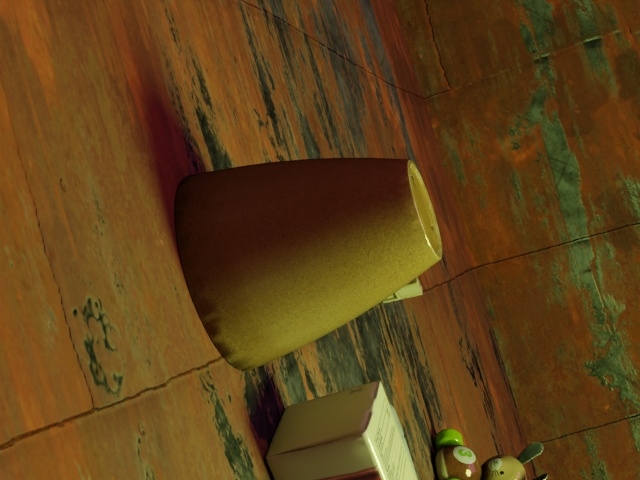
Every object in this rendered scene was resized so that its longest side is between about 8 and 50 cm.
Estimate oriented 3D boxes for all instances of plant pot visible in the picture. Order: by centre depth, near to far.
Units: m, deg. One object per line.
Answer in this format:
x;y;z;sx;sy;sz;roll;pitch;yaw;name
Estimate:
0.000;0.000;1.485;0.237;0.254;0.237;-18;90;-77;plant pot

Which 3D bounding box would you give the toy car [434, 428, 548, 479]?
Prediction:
0.311;0.415;2.333;0.155;0.188;0.149;-87;156;-55;toy car

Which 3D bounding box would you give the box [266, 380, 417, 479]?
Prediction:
0.043;0.308;1.542;0.148;0.127;0.232;-63;133;-71;box

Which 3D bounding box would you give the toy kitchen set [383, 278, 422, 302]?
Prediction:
0.146;0.075;2.339;0.083;0.075;0.068;-88;158;-43;toy kitchen set

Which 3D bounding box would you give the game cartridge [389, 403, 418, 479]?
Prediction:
0.103;0.375;1.859;0.198;0.062;0.297;8;66;-70;game cartridge
